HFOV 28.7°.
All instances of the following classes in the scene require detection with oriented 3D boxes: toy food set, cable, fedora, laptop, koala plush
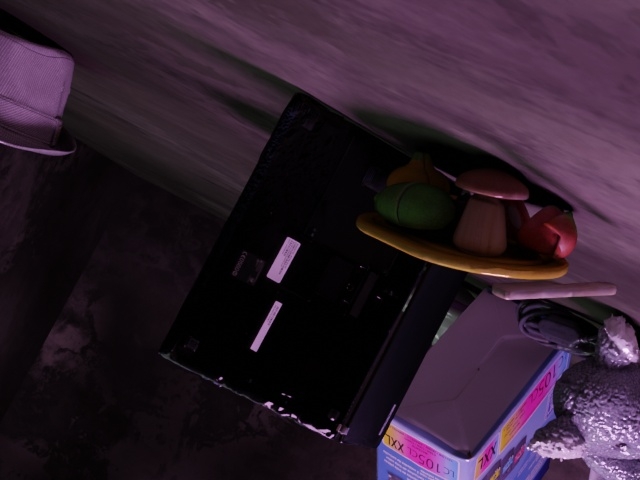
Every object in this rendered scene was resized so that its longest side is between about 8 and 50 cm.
[{"bbox_3d":[0.116,-0.021,0.899,0.128,0.071,0.218,2,-167,-31],"label":"toy food set"},{"bbox_3d":[0.321,0.120,1.531,0.150,0.047,0.184,25,175,-32],"label":"cable"},{"bbox_3d":[-0.399,-0.210,1.571,0.243,0.124,0.275,30,-175,7],"label":"fedora"},{"bbox_3d":[0.017,0.039,1.066,0.264,0.234,0.136,28,176,-19],"label":"laptop"},{"bbox_3d":[0.321,0.187,1.332,0.221,0.196,0.203,26,-171,-44],"label":"koala plush"}]

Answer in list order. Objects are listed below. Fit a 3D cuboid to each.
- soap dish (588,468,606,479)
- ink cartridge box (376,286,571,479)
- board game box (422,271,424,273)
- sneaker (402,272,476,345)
[{"bbox_3d":[0.447,0.289,1.617,0.118,0.229,0.291,12,178,-3],"label":"soap dish"},{"bbox_3d":[0.210,0.298,1.753,0.151,0.270,0.395,30,144,25],"label":"ink cartridge box"},{"bbox_3d":[0.208,0.091,2.064,0.154,0.026,0.103,28,177,-3],"label":"board game box"},{"bbox_3d":[0.211,0.155,1.886,0.305,0.152,0.114,29,-161,-5],"label":"sneaker"}]
